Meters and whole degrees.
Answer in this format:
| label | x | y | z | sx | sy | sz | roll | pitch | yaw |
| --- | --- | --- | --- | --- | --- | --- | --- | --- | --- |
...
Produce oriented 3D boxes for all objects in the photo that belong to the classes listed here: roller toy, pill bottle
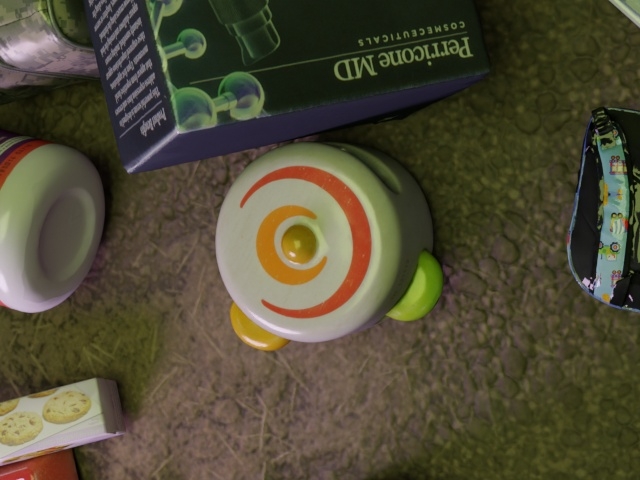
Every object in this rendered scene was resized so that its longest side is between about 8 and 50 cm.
| label | x | y | z | sx | sy | sz | roll | pitch | yaw |
| --- | --- | --- | --- | --- | --- | --- | --- | --- | --- |
| roller toy | 0.000 | 0.000 | 1.229 | 0.209 | 0.146 | 0.191 | -13 | 89 | 23 |
| pill bottle | -0.409 | -0.045 | 1.372 | 0.323 | 0.181 | 0.181 | 16 | 100 | 20 |

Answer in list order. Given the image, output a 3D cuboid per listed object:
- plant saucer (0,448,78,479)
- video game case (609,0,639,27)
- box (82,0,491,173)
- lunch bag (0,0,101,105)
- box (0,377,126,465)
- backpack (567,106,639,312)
| label | x | y | z | sx | sy | sz | roll | pitch | yaw |
| --- | --- | --- | --- | --- | --- | --- | --- | --- | --- |
| plant saucer | -0.377 | 0.380 | 1.444 | 0.259 | 0.047 | 0.258 | -19 | 78 | 23 |
| video game case | 0.303 | -0.303 | 1.152 | 0.190 | 0.022 | 0.173 | 45 | 109 | 13 |
| box | -0.063 | -0.289 | 1.127 | 0.293 | 0.212 | 0.395 | -14 | 89 | -21 |
| lunch bag | -0.315 | -0.298 | 1.299 | 0.256 | 0.212 | 0.305 | -14 | 86 | 31 |
| box | -0.378 | 0.221 | 1.402 | 0.324 | 0.063 | 0.067 | -14 | 78 | 9 |
| backpack | 0.303 | -0.024 | 1.122 | 0.158 | 0.117 | 0.173 | 12 | 98 | 20 |
